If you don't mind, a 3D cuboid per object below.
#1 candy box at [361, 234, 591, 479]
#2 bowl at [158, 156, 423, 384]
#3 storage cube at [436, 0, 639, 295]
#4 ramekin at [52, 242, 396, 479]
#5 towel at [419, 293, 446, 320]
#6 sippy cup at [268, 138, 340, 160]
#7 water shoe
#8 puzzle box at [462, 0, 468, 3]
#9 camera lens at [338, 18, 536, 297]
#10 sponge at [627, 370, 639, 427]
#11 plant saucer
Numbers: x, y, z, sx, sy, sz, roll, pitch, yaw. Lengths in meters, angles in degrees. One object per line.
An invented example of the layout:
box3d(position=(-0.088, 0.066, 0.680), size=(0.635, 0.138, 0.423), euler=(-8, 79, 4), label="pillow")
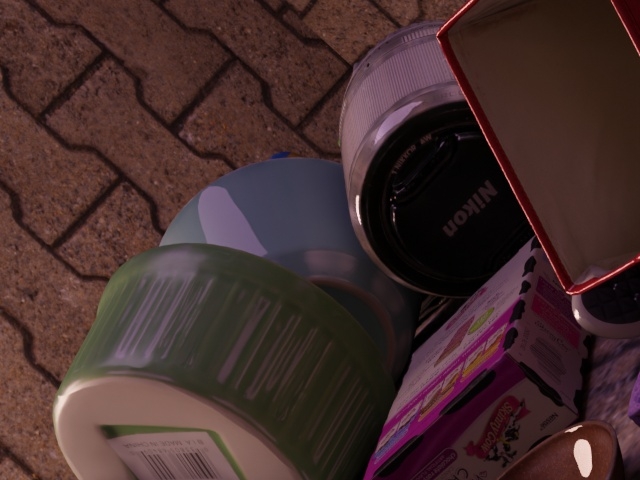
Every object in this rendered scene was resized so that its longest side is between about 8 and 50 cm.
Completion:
box3d(position=(0.123, 0.106, 1.100), size=(0.159, 0.071, 0.233), euler=(-46, 5, 25), label="candy box")
box3d(position=(-0.021, 0.084, 1.585), size=(0.311, 0.311, 0.163), euler=(-47, 25, 12), label="bowl")
box3d(position=(0.218, -0.106, 0.875), size=(0.193, 0.215, 0.183), euler=(-23, -6, -22), label="storage cube")
box3d(position=(-0.096, 0.163, 1.357), size=(0.303, 0.303, 0.148), euler=(-44, 13, 47), label="ramekin")
box3d(position=(0.176, -0.016, 1.820), size=(0.312, 0.056, 0.324), euler=(-45, 6, 34), label="towel")
box3d(position=(0.000, 0.000, 1.972), size=(0.305, 0.224, 0.240), euler=(-59, -4, 0), label="sippy cup")
box3d(position=(0.237, 0.007, 1.009), size=(0.203, 0.073, 0.080), euler=(-46, -19, -28), label="water shoe")
box3d(position=(0.225, -0.187, 1.393), size=(0.052, 0.272, 0.409), euler=(-47, 5, 8), label="puzzle box")
box3d(position=(0.131, -0.086, 1.474), size=(0.219, 0.219, 0.274), euler=(-47, 19, 17), label="camera lens")
box3d(position=(0.256, 0.021, 0.792), size=(0.210, 0.031, 0.117), euler=(-43, 8, 44), label="sponge")
box3d(position=(0.104, 0.184, 0.814), size=(0.198, 0.036, 0.198), euler=(-48, 4, 5), label="plant saucer")
